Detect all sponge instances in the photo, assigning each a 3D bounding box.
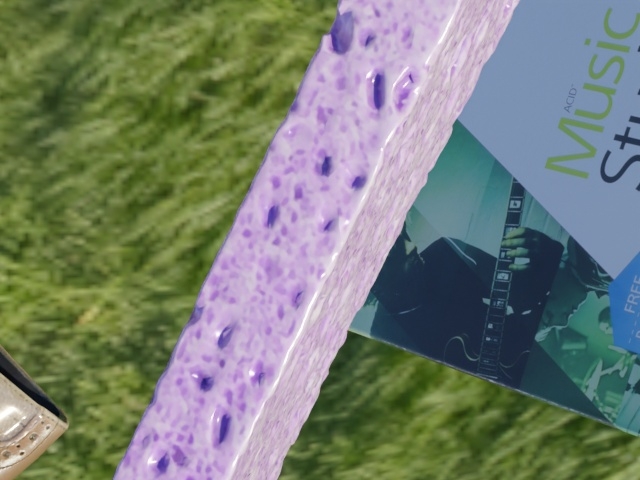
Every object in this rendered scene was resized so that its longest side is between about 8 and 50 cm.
[{"bbox_3d":[0.000,0.000,0.532,0.031,0.117,0.210,26,94,8],"label":"sponge"}]

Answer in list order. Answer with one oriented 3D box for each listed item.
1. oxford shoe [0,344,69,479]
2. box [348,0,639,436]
[{"bbox_3d":[-0.219,-0.055,0.769,0.133,0.130,0.363,-25,92,1],"label":"oxford shoe"},{"bbox_3d":[0.131,-0.032,1.029,0.322,0.058,0.232,17,89,46],"label":"box"}]
